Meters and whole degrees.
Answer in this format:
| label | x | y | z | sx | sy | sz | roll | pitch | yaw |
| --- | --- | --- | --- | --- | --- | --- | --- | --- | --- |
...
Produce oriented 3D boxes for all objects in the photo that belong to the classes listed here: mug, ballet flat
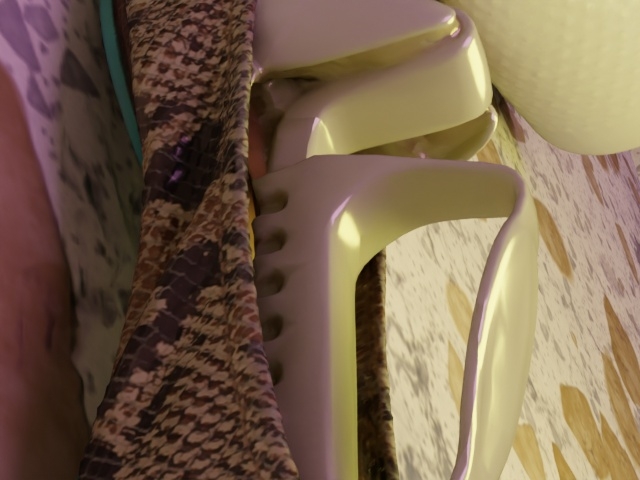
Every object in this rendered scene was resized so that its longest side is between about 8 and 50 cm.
| label | x | y | z | sx | sy | sz | roll | pitch | yaw |
| --- | --- | --- | --- | --- | --- | --- | --- | --- | --- |
| mug | 0.301 | -0.314 | 1.436 | 0.328 | 0.374 | 0.276 | 40 | 28 | -41 |
| ballet flat | 0.000 | 0.000 | 0.551 | 0.164 | 0.182 | 0.482 | 51 | 25 | -38 |
